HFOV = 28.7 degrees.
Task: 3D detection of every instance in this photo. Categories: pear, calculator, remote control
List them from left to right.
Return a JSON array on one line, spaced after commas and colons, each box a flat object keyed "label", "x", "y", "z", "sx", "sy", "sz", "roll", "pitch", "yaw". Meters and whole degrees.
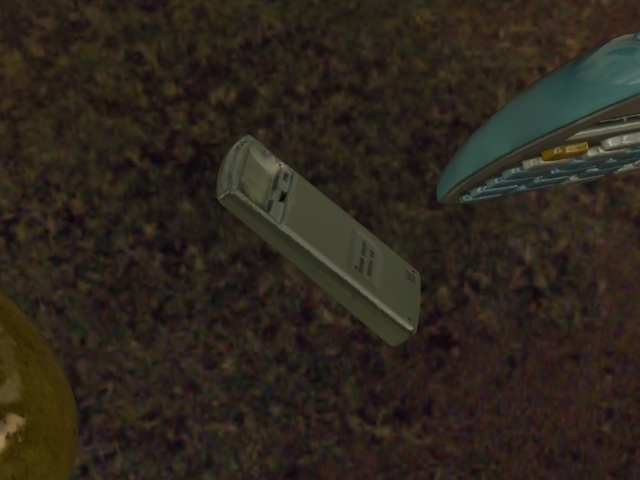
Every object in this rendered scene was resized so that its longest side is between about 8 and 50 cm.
[{"label": "pear", "x": -0.350, "y": 0.160, "z": 1.050, "sx": 0.304, "sy": 0.304, "sz": 0.304, "roll": -3, "pitch": 37, "yaw": 2}, {"label": "remote control", "x": 0.000, "y": 0.000, "z": 1.402, "sx": 0.038, "sy": 0.285, "sz": 0.123, "roll": -40, "pitch": 24, "yaw": 30}, {"label": "calculator", "x": 0.233, "y": -0.090, "z": 0.944, "sx": 0.256, "sy": 0.386, "sz": 0.054, "roll": -12, "pitch": 80, "yaw": -18}]
